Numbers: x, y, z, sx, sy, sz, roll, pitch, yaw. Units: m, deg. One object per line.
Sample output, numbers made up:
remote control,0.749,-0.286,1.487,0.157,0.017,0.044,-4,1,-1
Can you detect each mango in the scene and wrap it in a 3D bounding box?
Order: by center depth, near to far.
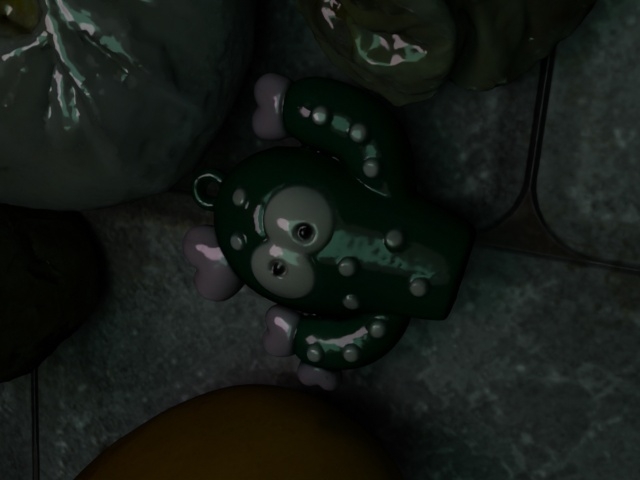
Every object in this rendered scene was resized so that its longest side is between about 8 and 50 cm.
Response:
mango,-0.115,0.301,0.783,0.446,0.232,0.300,-41,45,20

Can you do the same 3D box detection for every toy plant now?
toy plant,0.000,-0.005,0.740,0.243,0.112,0.232,43,111,2

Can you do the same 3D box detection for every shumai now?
shumai,0.058,-0.243,0.570,0.304,0.263,0.309,-24,93,28

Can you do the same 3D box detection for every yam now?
yam,-0.356,0.051,0.809,0.195,0.300,0.195,3,98,25

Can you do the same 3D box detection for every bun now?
bun,-0.231,-0.178,0.746,0.355,0.194,0.354,5,102,23
